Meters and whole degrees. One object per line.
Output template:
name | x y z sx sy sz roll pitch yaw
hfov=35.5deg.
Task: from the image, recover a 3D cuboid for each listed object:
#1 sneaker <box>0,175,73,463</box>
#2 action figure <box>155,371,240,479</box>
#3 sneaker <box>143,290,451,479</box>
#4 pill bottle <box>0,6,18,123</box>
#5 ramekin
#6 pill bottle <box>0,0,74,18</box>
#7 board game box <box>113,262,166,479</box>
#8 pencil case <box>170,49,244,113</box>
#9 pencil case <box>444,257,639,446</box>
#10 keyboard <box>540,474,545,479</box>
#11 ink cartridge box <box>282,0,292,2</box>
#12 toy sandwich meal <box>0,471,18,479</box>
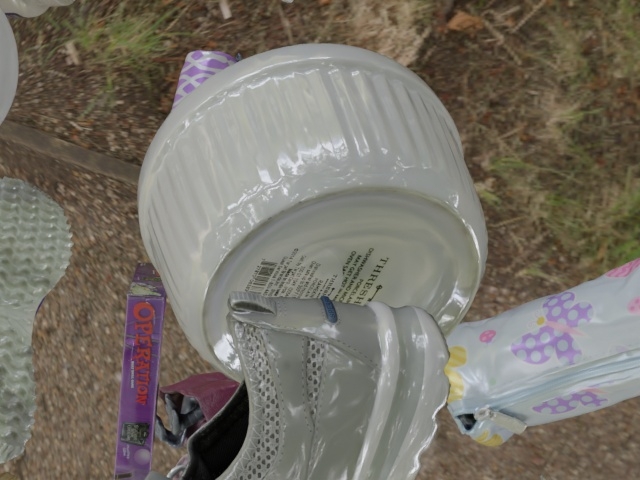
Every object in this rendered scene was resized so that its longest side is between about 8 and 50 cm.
sneaker | -0.319 0.077 0.900 0.102 0.146 0.293 33 43 -34
action figure | -0.090 0.262 1.710 0.370 0.248 0.275 -19 109 -25
sneaker | -0.040 0.147 0.496 0.115 0.105 0.281 18 101 -12
pill bottle | -0.560 -0.204 1.211 0.229 0.408 0.228 -3 95 -44
ramekin | 0.000 0.000 0.594 0.207 0.109 0.207 -10 133 -10
pill bottle | -0.440 -0.370 1.408 0.187 0.112 0.111 3 98 20
board game box | -0.219 0.214 1.205 0.056 0.208 0.346 6 99 -4
pencil case | -0.167 -0.167 1.403 0.086 0.088 0.206 7 73 17
pencil case | 0.231 0.084 0.824 0.273 0.124 0.113 -25 86 29
keyboard | 0.369 0.428 1.486 0.014 0.256 0.072 -22 98 4
ink cartridge box | -0.027 -0.353 0.774 0.239 0.060 0.275 -56 153 -2
toy sandwich meal | -0.257 0.200 0.734 0.086 0.085 0.029 -25 90 -15
